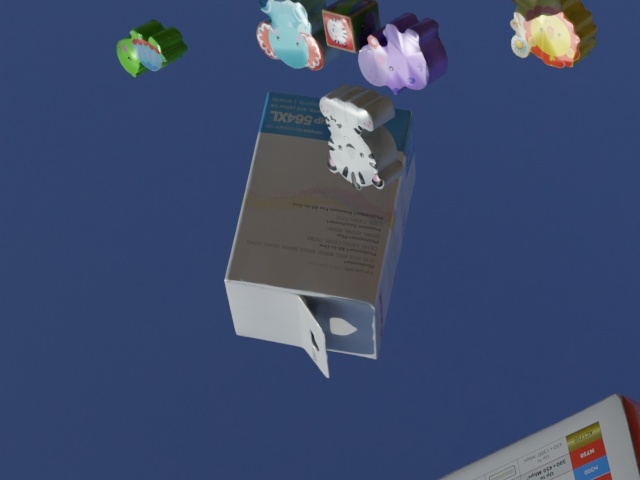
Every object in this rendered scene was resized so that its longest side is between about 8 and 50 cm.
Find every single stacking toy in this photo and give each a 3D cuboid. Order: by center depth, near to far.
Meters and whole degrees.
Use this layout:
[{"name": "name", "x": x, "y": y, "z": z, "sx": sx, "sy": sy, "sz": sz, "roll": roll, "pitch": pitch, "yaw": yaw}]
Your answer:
[{"name": "stacking toy", "x": 0.015, "y": -0.109, "z": 1.001, "sx": 0.221, "sy": 0.052, "sz": 0.167, "roll": 22, "pitch": -137, "yaw": 40}]

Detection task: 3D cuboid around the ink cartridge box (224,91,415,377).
[{"name": "ink cartridge box", "x": 0.000, "y": 0.000, "z": 1.071, "sx": 0.090, "sy": 0.092, "sz": 0.143, "roll": 10, "pitch": -113, "yaw": 8}]

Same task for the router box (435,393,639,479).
[{"name": "router box", "x": 0.059, "y": 0.280, "z": 0.902, "sx": 0.082, "sy": 0.335, "sz": 0.301, "roll": 35, "pitch": -143, "yaw": -41}]
